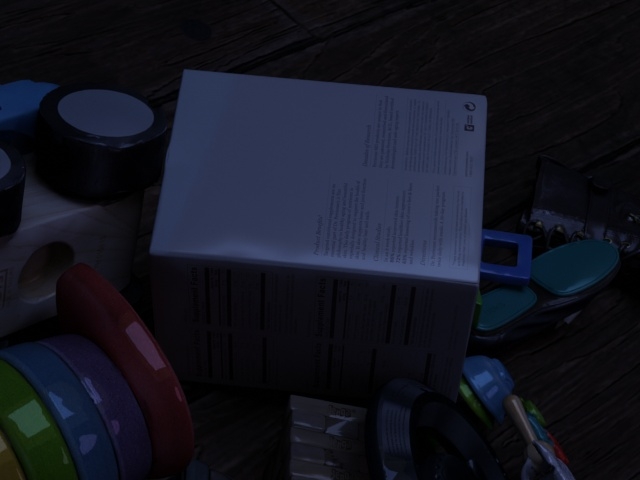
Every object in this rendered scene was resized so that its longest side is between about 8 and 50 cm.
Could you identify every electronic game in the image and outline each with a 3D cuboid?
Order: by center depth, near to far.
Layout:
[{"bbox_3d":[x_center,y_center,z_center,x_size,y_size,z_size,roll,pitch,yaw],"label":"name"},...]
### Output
[{"bbox_3d":[0.105,0.217,1.374,0.229,0.048,0.229,47,27,-33],"label":"electronic game"}]

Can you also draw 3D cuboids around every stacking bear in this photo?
[{"bbox_3d":[-0.255,0.168,1.265,0.289,0.175,0.164,-27,45,-30],"label":"stacking bear"}]

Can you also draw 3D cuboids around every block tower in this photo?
[{"bbox_3d":[0.007,0.280,1.307,0.091,0.097,0.335,12,43,-12],"label":"block tower"}]

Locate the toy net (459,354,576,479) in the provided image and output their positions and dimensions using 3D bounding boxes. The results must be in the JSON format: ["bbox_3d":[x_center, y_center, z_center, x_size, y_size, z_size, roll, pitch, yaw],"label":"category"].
[{"bbox_3d":[0.181,0.184,1.469,0.122,0.045,0.232,52,6,-28],"label":"toy net"}]

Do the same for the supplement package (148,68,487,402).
[{"bbox_3d":[0.000,0.000,1.455,0.262,0.198,0.199,5,54,2],"label":"supplement package"}]

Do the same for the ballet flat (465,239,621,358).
[{"bbox_3d":[0.205,0.062,1.645,0.203,0.074,0.074,-26,59,-30],"label":"ballet flat"}]

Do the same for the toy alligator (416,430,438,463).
[{"bbox_3d":[0.086,0.167,1.502,0.051,0.056,0.190,48,27,-45],"label":"toy alligator"}]

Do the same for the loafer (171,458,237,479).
[{"bbox_3d":[-0.083,0.275,1.272,0.084,0.096,0.267,19,38,-13],"label":"loafer"}]

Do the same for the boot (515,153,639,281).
[{"bbox_3d":[0.311,0.021,1.746,0.229,0.091,0.263,14,37,-3],"label":"boot"}]

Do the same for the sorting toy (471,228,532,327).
[{"bbox_3d":[0.034,-0.021,1.626,0.347,0.047,0.196,19,44,13],"label":"sorting toy"}]

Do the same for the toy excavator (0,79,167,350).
[{"bbox_3d":[-0.413,-0.051,1.416,0.433,0.222,0.445,-21,44,-41],"label":"toy excavator"}]
